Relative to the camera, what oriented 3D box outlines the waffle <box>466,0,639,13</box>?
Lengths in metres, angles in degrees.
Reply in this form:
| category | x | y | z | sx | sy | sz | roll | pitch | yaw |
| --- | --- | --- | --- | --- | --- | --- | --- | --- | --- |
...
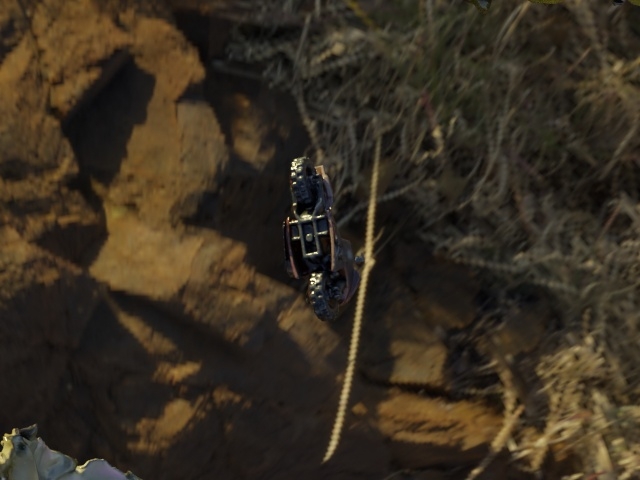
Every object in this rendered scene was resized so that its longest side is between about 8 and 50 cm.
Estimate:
| category | x | y | z | sx | sy | sz | roll | pitch | yaw |
| --- | --- | --- | --- | --- | --- | --- | --- | --- | --- |
| waffle | 0.169 | -0.346 | 1.087 | 0.382 | 0.095 | 0.379 | 2 | 101 | -18 |

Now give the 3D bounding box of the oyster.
| category | x | y | z | sx | sy | sz | roll | pitch | yaw |
| --- | --- | --- | --- | --- | --- | --- | --- | --- | --- |
| oyster | -0.230 | 0.263 | 1.369 | 0.107 | 0.354 | 0.201 | -33 | 57 | 8 |

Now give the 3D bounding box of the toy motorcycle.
| category | x | y | z | sx | sy | sz | roll | pitch | yaw |
| --- | --- | --- | --- | --- | --- | --- | --- | --- | --- |
| toy motorcycle | 0.000 | 0.000 | 1.996 | 0.084 | 0.118 | 0.212 | -12 | 82 | 20 |
